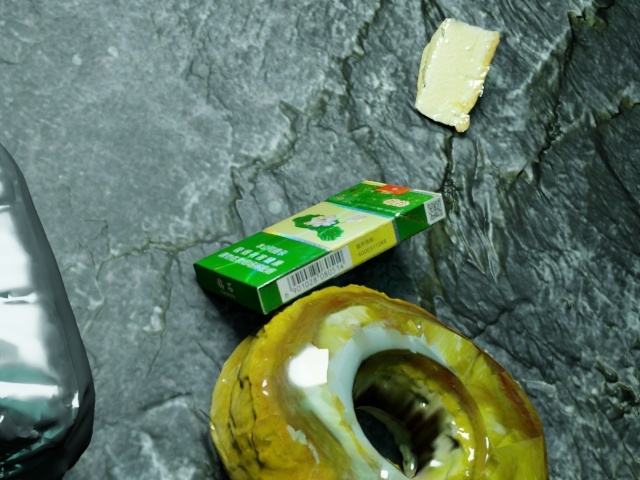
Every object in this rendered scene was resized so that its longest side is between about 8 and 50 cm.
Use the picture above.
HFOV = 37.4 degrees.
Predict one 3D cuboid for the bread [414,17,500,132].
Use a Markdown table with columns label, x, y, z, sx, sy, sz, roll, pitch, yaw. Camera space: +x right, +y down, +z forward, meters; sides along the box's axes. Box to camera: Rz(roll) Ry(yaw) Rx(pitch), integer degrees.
| label | x | y | z | sx | sy | sz | roll | pitch | yaw |
| --- | --- | --- | --- | --- | --- | --- | --- | --- | --- |
| bread | 0.161 | -0.200 | 1.146 | 0.084 | 0.080 | 0.109 | 18 | 61 | -12 |

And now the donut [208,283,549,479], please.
| label | x | y | z | sx | sy | sz | roll | pitch | yaw |
| --- | --- | --- | --- | --- | --- | --- | --- | --- | --- |
| donut | 0.064 | 0.190 | 0.898 | 0.330 | 0.160 | 0.330 | 11 | 62 | -20 |

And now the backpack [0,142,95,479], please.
| label | x | y | z | sx | sy | sz | roll | pitch | yaw |
| --- | --- | --- | --- | --- | --- | --- | --- | --- | --- |
| backpack | -0.408 | 0.089 | 0.706 | 0.446 | 0.255 | 0.363 | -19 | 71 | -24 |

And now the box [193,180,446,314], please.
| label | x | y | z | sx | sy | sz | roll | pitch | yaw |
| --- | --- | --- | --- | --- | --- | --- | --- | --- | --- |
| box | 0.000 | 0.000 | 0.974 | 0.235 | 0.132 | 0.034 | -26 | 113 | -28 |
